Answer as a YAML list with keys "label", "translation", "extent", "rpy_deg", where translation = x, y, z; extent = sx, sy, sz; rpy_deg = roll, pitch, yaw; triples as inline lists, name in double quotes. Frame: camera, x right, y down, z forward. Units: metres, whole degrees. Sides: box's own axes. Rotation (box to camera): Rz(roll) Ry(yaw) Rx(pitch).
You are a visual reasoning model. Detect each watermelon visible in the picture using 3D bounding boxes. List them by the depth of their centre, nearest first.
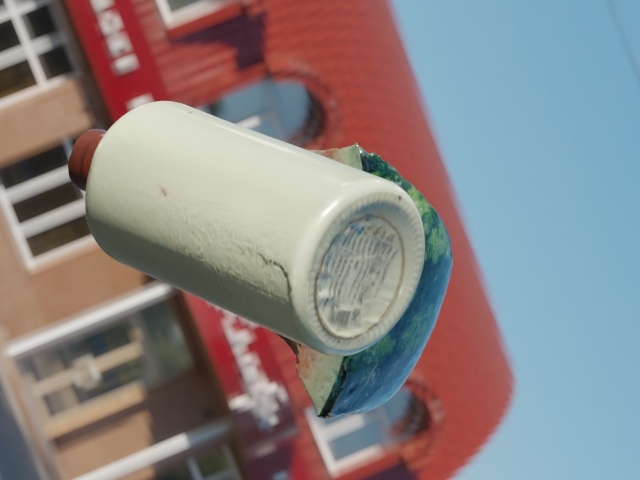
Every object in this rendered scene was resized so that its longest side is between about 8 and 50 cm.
- label: "watermelon"
  translation: [0.023, -0.001, 1.316]
  extent: [0.202, 0.136, 0.207]
  rpy_deg: [55, 16, 10]

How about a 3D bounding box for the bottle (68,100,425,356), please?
- label: "bottle"
  translation: [-0.059, -0.017, 1.140]
  extent: [0.245, 0.104, 0.104]
  rpy_deg: [23, -38, 42]
